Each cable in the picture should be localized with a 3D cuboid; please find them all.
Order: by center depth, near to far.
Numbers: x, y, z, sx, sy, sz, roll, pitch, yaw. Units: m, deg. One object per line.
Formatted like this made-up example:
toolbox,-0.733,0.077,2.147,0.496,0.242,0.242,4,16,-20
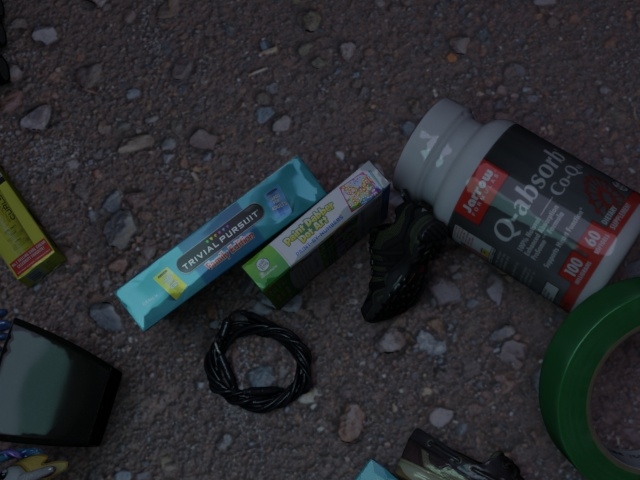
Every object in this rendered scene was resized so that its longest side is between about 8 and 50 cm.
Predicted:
cable,-0.101,0.205,1.559,0.184,0.047,0.150,27,80,14

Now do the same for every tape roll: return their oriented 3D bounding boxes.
tape roll,0.478,0.213,1.371,0.321,0.077,0.321,-2,103,-10

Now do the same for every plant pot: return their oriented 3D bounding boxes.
plant pot,-0.422,0.246,1.533,0.167,0.188,0.187,15,76,0

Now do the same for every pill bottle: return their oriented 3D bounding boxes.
pill bottle,0.307,-0.059,1.489,0.363,0.210,0.210,33,81,16

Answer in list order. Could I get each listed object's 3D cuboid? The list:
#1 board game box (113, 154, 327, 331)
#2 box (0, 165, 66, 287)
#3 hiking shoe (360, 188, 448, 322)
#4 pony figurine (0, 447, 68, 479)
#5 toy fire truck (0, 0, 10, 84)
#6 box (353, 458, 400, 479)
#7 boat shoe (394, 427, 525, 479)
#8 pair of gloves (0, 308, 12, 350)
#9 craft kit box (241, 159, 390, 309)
board game box,-0.153,0.002,1.512,0.336,0.254,0.079,-37,92,-3
box,-0.550,-0.033,1.689,0.087,0.058,0.232,-37,73,-4
hiking shoe,0.118,0.030,1.525,0.114,0.086,0.227,54,129,35
pony figurine,-0.574,0.428,1.390,0.363,0.351,0.303,-18,75,-40
toy fire truck,-0.652,-0.403,1.713,0.158,0.246,0.217,-12,72,6
box,0.044,0.460,1.456,0.100,0.060,0.244,36,82,16
boat shoe,0.255,0.360,1.434,0.285,0.103,0.092,16,82,19
pair of gloves,-0.599,0.212,1.646,0.159,0.023,0.198,-19,71,5
craft kit box,0.000,0.000,1.497,0.246,0.250,0.061,-43,80,-6
